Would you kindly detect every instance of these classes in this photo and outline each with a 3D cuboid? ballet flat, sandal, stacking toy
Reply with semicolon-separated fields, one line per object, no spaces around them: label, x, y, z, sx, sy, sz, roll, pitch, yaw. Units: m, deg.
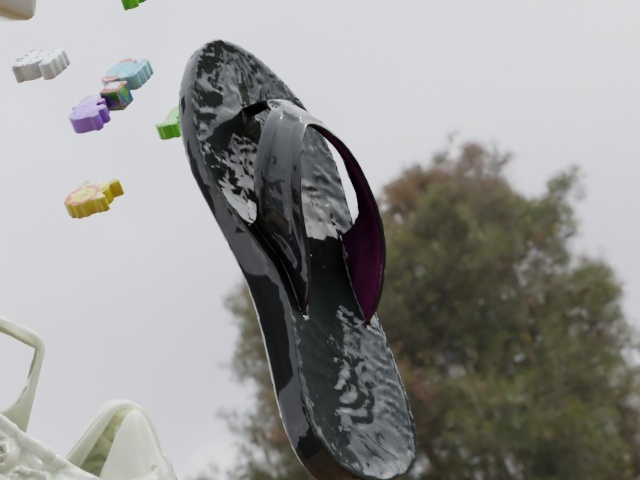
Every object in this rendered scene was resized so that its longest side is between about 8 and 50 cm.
ballet flat;-0.188;0.130;0.957;0.147;0.409;0.147;-51;13;17
sandal;0.002;0.001;1.362;0.167;0.446;0.107;0;-28;-47
stacking toy;-0.216;-0.149;1.548;0.052;0.167;0.221;-1;32;29

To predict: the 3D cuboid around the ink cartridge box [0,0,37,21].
ink cartridge box;-0.358;-0.200;0.689;0.384;0.160;0.279;2;-3;26
